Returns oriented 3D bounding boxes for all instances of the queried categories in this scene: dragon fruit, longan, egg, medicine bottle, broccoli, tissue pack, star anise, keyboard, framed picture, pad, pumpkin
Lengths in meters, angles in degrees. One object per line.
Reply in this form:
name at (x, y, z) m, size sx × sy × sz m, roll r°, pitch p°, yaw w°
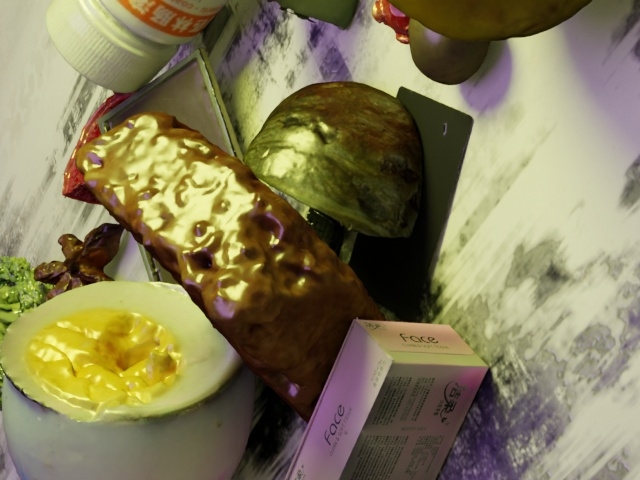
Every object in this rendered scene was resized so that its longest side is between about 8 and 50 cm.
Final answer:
dragon fruit at (-0.293, -0.165, 2.182) m, size 0.274 × 0.126 × 0.161 m, roll -30°, pitch 52°, yaw 36°
longan at (0.145, -0.232, 1.543) m, size 0.113 × 0.092 × 0.113 m, roll 36°, pitch 139°, yaw 41°
egg at (-0.270, 0.279, 1.907) m, size 0.354 × 0.354 × 0.340 m, roll 47°, pitch 142°, yaw 48°
medicine bottle at (-0.226, -0.404, 1.961) m, size 0.371 × 0.211 × 0.211 m, roll -43°, pitch 51°, yaw 31°
broccoli at (-0.571, 0.163, 2.474) m, size 0.288 × 0.235 × 0.260 m, roll 35°, pitch 140°, yaw 48°
tissue pack at (0.074, 0.218, 1.553) m, size 0.092 × 0.148 × 0.246 m, roll 49°, pitch 124°, yaw 48°
star anise at (-0.422, 0.054, 2.341) m, size 0.196 × 0.111 × 0.212 m, roll 23°, pitch 103°, yaw 49°
keyboard at (-0.001, 0.000, 1.799) m, size 0.072 × 0.023 × 0.231 m, roll 39°, pitch 118°, yaw 49°
framed picture at (-0.204, -0.082, 1.996) m, size 0.247 × 0.022 × 0.335 m, roll -29°, pitch 76°, yaw 36°
pad at (0.107, -0.046, 1.656) m, size 0.159 × 0.009 × 0.265 m, roll 34°, pitch 113°, yaw 53°
pumpkin at (0.000, -0.133, 1.664) m, size 0.312 × 0.169 × 0.148 m, roll 39°, pitch 110°, yaw 50°
dragon fruit at (0.109, -0.295, 1.628) m, size 0.112 × 0.068 × 0.126 m, roll -60°, pitch 43°, yaw 32°

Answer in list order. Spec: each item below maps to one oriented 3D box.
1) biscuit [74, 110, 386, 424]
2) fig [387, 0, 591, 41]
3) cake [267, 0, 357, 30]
biscuit at (-0.095, 0.029, 1.643) m, size 0.166 × 0.343 × 0.395 m, roll -42°, pitch 51°, yaw -8°
fig at (0.173, -0.379, 1.332) m, size 0.343 × 0.343 × 0.343 m, roll -9°, pitch 79°, yaw 56°
cake at (-0.076, -0.407, 1.735) m, size 0.158 × 0.283 × 0.172 m, roll 43°, pitch 114°, yaw 48°
